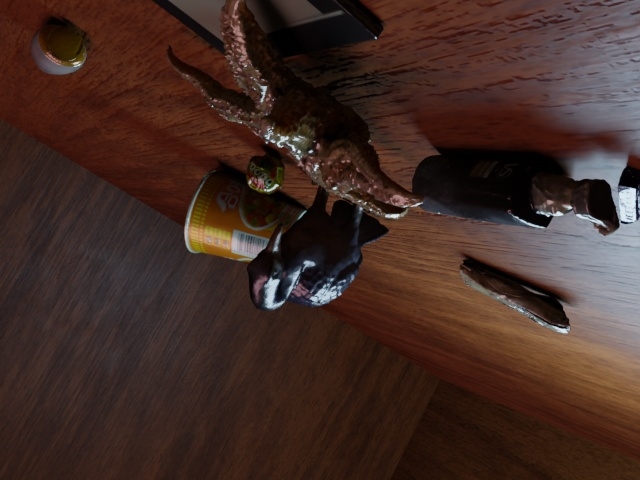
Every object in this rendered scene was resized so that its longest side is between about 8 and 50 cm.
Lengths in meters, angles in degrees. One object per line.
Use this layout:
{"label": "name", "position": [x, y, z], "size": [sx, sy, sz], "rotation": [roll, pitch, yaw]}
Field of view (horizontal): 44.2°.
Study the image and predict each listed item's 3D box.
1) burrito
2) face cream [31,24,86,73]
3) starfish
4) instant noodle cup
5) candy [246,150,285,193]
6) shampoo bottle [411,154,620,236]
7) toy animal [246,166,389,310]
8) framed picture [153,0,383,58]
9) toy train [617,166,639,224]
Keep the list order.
{"label": "burrito", "position": [0.269, 0.077, 1.088], "size": [0.171, 0.042, 0.051], "rotation": [26, -179, 26]}
{"label": "face cream", "position": [-0.367, -0.263, 1.099], "size": [0.072, 0.051, 0.182], "rotation": [34, 171, -23]}
{"label": "starfish", "position": [-0.026, -0.115, 0.686], "size": [0.301, 0.084, 0.293], "rotation": [41, 180, -2]}
{"label": "instant noodle cup", "position": [-0.121, -0.028, 1.404], "size": [0.185, 0.168, 0.168], "rotation": [18, 169, 14]}
{"label": "candy", "position": [-0.073, -0.093, 1.189], "size": [0.060, 0.060, 0.201], "rotation": [28, 180, 4]}
{"label": "shampoo bottle", "position": [0.164, -0.041, 0.688], "size": [0.063, 0.057, 0.207], "rotation": [34, 171, -30]}
{"label": "toy animal", "position": [0.000, 0.000, 1.036], "size": [0.122, 0.185, 0.298], "rotation": [22, -172, 15]}
{"label": "framed picture", "position": [-0.142, -0.247, 0.605], "size": [0.347, 0.016, 0.265], "rotation": [32, 171, -27]}
{"label": "toy train", "position": [0.245, -0.032, 0.621], "size": [0.017, 0.017, 0.083], "rotation": [16, 167, 27]}
